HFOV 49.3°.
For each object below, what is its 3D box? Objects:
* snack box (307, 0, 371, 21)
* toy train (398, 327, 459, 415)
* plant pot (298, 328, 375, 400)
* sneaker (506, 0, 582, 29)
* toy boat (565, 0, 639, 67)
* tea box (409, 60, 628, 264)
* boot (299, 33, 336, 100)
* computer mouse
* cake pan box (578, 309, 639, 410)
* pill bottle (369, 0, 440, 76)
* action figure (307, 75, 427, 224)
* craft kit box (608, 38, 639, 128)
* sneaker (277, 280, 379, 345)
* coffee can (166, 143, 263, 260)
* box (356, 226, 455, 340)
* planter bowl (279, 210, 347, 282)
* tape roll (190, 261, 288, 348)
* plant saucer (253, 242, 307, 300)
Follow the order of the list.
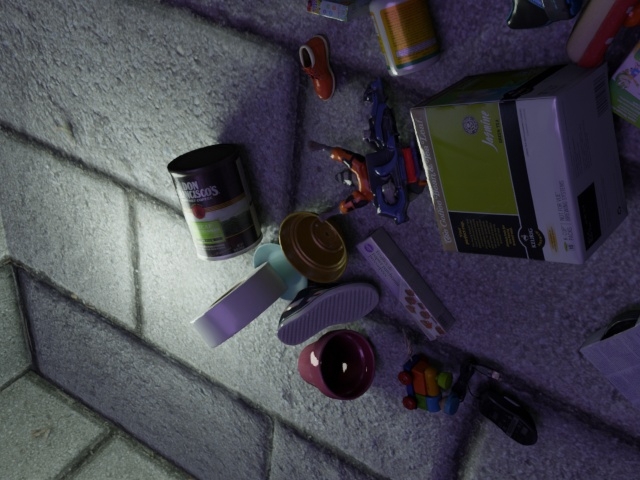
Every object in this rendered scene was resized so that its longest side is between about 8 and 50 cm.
[{"bbox_3d":[0.050,-0.511,1.499,0.100,0.141,0.037,21,127,25],"label":"snack box"},{"bbox_3d":[0.295,0.361,1.897,0.143,0.105,0.248,10,123,38],"label":"toy train"},{"bbox_3d":[0.033,0.364,2.054,0.180,0.201,0.201,-15,109,57],"label":"plant pot"},{"bbox_3d":[0.355,-0.549,1.269,0.139,0.125,0.341,-8,110,44],"label":"sneaker"},{"bbox_3d":[0.534,-0.390,1.189,0.151,0.151,0.231,27,140,7],"label":"toy boat"},{"bbox_3d":[0.395,-0.155,1.392,0.323,0.220,0.329,6,122,45],"label":"tea box"},{"bbox_3d":[-0.012,-0.400,1.657,0.059,0.084,0.158,6,122,31],"label":"boot"},{"bbox_3d":[0.475,0.413,1.845,0.262,0.060,0.184,31,137,32],"label":"computer mouse"},{"bbox_3d":[0.741,0.272,1.524,0.267,0.070,0.246,45,143,4],"label":"cake pan box"},{"bbox_3d":[0.170,-0.462,1.462,0.117,0.117,0.208,-5,114,38],"label":"pill bottle"},{"bbox_3d":[0.137,-0.202,1.667,0.330,0.178,0.341,-3,89,30],"label":"action figure"},{"bbox_3d":[0.675,-0.288,1.252,0.250,0.061,0.246,37,130,11],"label":"craft kit box"},{"bbox_3d":[0.016,0.177,1.984,0.321,0.127,0.126,-26,120,19],"label":"sneaker"},{"bbox_3d":[-0.292,-0.109,1.965,0.201,0.201,0.275,3,120,34],"label":"coffee can"},{"bbox_3d":[0.224,0.114,1.828,0.324,0.067,0.063,51,134,-4],"label":"box"},{"bbox_3d":[0.000,0.000,1.899,0.217,0.090,0.217,18,127,25],"label":"planter bowl"},{"bbox_3d":[-0.232,0.183,2.000,0.100,0.286,0.286,52,134,-4],"label":"tape roll"},{"bbox_3d":[-0.111,0.087,2.072,0.195,0.037,0.195,19,128,26],"label":"plant saucer"}]
